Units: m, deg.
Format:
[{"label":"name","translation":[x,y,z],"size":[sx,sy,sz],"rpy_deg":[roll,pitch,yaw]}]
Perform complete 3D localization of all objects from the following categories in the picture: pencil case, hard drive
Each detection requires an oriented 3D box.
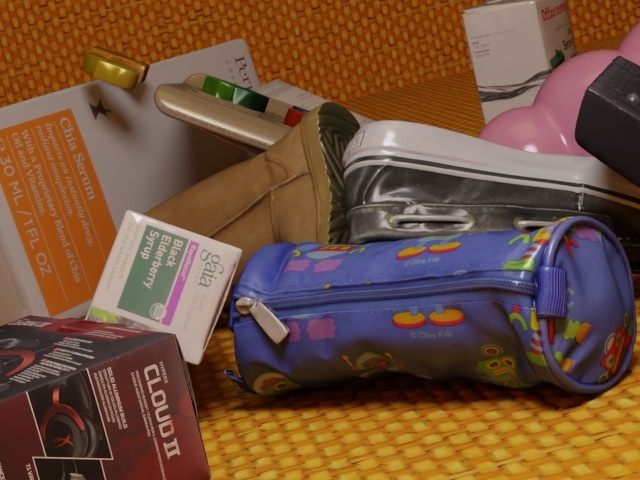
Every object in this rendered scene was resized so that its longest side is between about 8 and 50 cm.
[{"label":"pencil case","translation":[0.067,0.051,1.129],"size":[0.306,0.119,0.133],"rpy_deg":[-5,-11,37]},{"label":"hard drive","translation":[0.311,-0.047,1.179],"size":[0.255,0.054,0.172],"rpy_deg":[31,23,8]}]

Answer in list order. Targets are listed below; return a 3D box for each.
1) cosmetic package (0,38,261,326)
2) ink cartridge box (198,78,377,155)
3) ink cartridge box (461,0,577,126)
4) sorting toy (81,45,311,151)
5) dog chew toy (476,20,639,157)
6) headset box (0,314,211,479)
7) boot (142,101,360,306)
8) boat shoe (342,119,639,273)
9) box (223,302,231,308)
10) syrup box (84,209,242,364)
[{"label":"cosmetic package","translation":[-0.235,-0.056,1.718],"size":[0.161,0.230,0.453],"rpy_deg":[-15,8,38]},{"label":"ink cartridge box","translation":[0.012,-0.083,1.729],"size":[0.261,0.066,0.296],"rpy_deg":[22,20,12]},{"label":"ink cartridge box","translation":[0.247,-0.176,1.838],"size":[0.093,0.219,0.160],"rpy_deg":[-9,12,23]},{"label":"sorting toy","translation":[-0.095,-0.142,1.583],"size":[0.307,0.041,0.229],"rpy_deg":[20,11,0]},{"label":"dog chew toy","translation":[0.291,-0.098,1.478],"size":[0.332,0.206,0.206],"rpy_deg":[-22,12,-7]},{"label":"headset box","translation":[-0.233,0.139,1.054],"size":[0.293,0.110,0.218],"rpy_deg":[-21,13,-35]},{"label":"boot","translation":[-0.058,0.028,1.420],"size":[0.089,0.236,0.269],"rpy_deg":[22,-40,-40]},{"label":"boat shoe","translation":[0.176,-0.001,1.259],"size":[0.335,0.119,0.121],"rpy_deg":[10,-20,-4]},{"label":"box","translation":[0.000,0.000,1.512],"size":[0.275,0.113,0.094],"rpy_deg":[-3,14,37]},{"label":"syrup box","translation":[-0.129,0.043,1.263],"size":[0.096,0.093,0.237],"rpy_deg":[20,-7,-4]}]
